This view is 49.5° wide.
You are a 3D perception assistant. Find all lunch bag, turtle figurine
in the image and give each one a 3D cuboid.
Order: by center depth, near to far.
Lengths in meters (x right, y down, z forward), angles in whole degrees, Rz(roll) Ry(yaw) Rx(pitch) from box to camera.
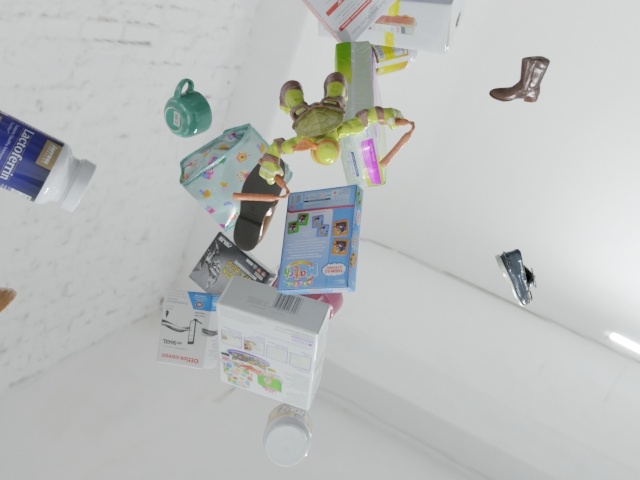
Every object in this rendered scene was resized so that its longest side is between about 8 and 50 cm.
[{"bbox_3d":[-0.013,-0.163,0.994,0.269,0.087,0.217,-23,-142,9],"label":"turtle figurine"},{"bbox_3d":[-0.238,-0.192,1.990,0.223,0.262,0.160,49,-168,-34],"label":"lunch bag"}]

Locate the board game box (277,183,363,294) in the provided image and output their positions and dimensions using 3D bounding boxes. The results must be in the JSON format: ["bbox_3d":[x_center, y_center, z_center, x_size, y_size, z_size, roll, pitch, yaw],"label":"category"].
[{"bbox_3d":[0.000,0.000,1.376,0.160,0.211,0.039,-5,158,29],"label":"board game box"}]

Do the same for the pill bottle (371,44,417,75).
[{"bbox_3d":[0.224,-0.627,2.360,0.215,0.117,0.117,-21,-139,-29],"label":"pill bottle"}]

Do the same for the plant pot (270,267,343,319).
[{"bbox_3d":[-0.069,0.169,1.897,0.201,0.201,0.180,31,-124,26],"label":"plant pot"}]

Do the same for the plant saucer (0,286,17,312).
[{"bbox_3d":[-0.637,0.146,1.242,0.037,0.200,0.200,55,-167,-18],"label":"plant saucer"}]

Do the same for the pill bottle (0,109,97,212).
[{"bbox_3d":[-0.643,-0.173,1.528,0.264,0.153,0.153,27,-163,-23],"label":"pill bottle"}]

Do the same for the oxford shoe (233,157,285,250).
[{"bbox_3d":[-0.118,-0.083,1.402,0.076,0.212,0.076,30,-152,10],"label":"oxford shoe"}]

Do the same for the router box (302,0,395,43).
[{"bbox_3d":[0.081,-0.700,1.695,0.301,0.335,0.082,44,-175,-28],"label":"router box"}]

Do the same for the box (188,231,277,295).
[{"bbox_3d":[-0.278,0.111,2.183,0.231,0.183,0.056,39,-171,19],"label":"box"}]

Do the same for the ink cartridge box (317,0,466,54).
[{"bbox_3d":[0.212,-0.700,2.001,0.384,0.160,0.279,12,-130,13],"label":"ink cartridge box"}]

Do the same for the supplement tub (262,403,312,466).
[{"bbox_3d":[-0.097,0.580,2.079,0.144,0.144,0.200,20,-177,-1],"label":"supplement tub"}]

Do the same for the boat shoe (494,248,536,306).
[{"bbox_3d":[0.572,0.104,1.984,0.254,0.079,0.095,50,-158,-41],"label":"boat shoe"}]

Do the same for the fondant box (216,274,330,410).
[{"bbox_3d":[-0.114,0.248,1.638,0.238,0.330,0.096,17,-133,9],"label":"fondant box"}]

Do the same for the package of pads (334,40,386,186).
[{"bbox_3d":[0.097,-0.298,1.668,0.101,0.229,0.296,-5,-126,10],"label":"package of pads"}]

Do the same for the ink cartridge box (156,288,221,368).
[{"bbox_3d":[-0.353,0.241,1.894,0.148,0.203,0.086,5,175,20],"label":"ink cartridge box"}]

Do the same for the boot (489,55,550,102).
[{"bbox_3d":[0.408,-0.336,1.428,0.106,0.114,0.037,4,-122,7],"label":"boot"}]

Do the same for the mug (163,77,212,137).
[{"bbox_3d":[-0.404,-0.380,2.044,0.097,0.129,0.158,-33,-83,-46],"label":"mug"}]
